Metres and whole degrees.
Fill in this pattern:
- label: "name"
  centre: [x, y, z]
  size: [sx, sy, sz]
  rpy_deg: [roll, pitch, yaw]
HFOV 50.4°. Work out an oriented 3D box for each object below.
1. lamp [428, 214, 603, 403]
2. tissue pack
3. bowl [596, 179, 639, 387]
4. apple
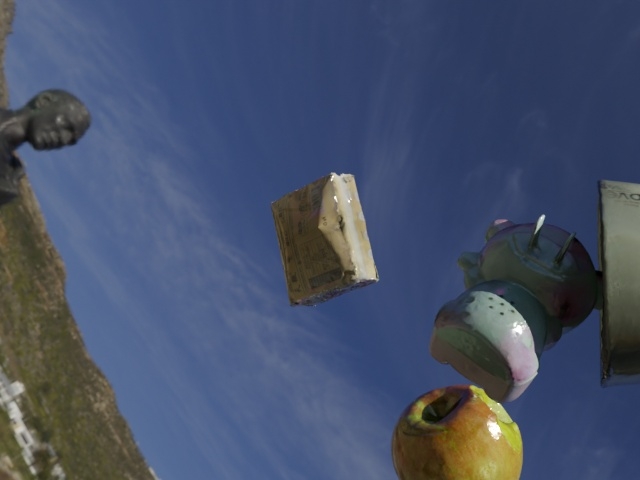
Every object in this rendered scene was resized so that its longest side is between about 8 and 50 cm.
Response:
- label: "lamp"
  centre: [0.328, 0.085, 1.120]
  size: [0.247, 0.301, 0.247]
  rpy_deg: [32, -34, 26]
- label: "tissue pack"
  centre: [0.000, 0.000, 1.515]
  size: [0.215, 0.123, 0.257]
  rpy_deg: [-24, -112, 37]
- label: "bowl"
  centre: [0.556, 0.071, 1.118]
  size: [0.185, 0.354, 0.354]
  rpy_deg: [-1, -65, 22]
- label: "apple"
  centre: [0.355, 0.549, 1.755]
  size: [0.339, 0.339, 0.340]
  rpy_deg: [28, -48, 36]
